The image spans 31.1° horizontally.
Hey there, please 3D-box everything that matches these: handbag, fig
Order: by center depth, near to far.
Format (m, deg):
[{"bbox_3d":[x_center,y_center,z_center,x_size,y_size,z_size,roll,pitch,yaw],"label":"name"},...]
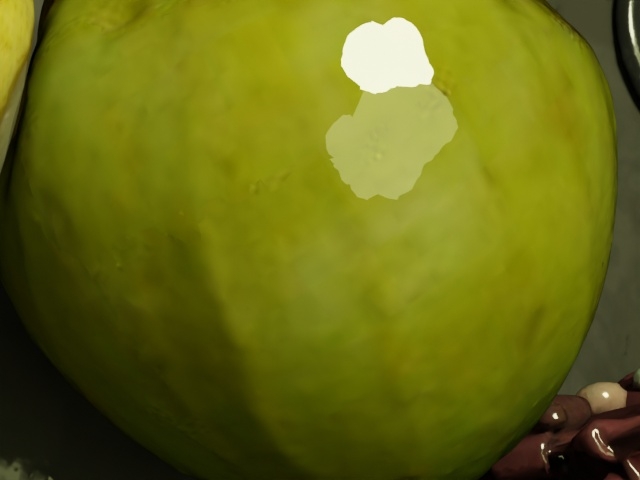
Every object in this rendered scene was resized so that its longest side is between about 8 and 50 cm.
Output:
[{"bbox_3d":[0.000,0.000,0.446,0.239,0.239,0.271,-33,116,-32],"label":"fig"},{"bbox_3d":[0.165,0.093,0.551,0.216,0.203,0.074,-8,78,-33],"label":"handbag"}]

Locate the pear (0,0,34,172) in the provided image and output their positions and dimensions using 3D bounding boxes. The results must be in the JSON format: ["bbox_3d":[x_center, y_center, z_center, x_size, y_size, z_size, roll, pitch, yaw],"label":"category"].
[{"bbox_3d":[-0.218,-0.062,0.308,0.271,0.271,0.271,6,78,-31],"label":"pear"}]

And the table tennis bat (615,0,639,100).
[{"bbox_3d":[0.281,-0.150,0.768,0.236,0.027,0.150,-32,99,-31],"label":"table tennis bat"}]
